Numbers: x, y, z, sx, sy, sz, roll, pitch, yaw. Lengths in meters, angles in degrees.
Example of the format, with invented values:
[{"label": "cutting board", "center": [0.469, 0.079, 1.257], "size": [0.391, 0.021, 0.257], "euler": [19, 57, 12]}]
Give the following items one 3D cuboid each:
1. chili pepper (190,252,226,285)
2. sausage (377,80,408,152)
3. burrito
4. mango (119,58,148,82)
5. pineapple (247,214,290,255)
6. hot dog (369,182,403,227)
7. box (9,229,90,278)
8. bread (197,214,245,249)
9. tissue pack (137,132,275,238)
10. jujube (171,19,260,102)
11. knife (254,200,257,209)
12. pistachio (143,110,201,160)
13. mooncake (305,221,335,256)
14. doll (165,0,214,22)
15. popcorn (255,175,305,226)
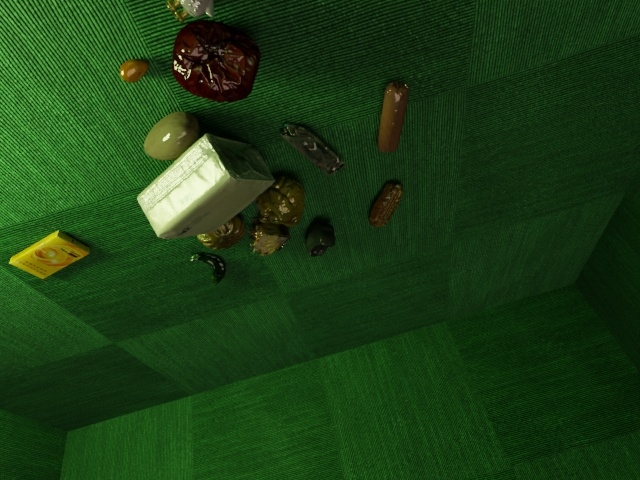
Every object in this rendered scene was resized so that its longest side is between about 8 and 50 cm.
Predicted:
[{"label": "chili pepper", "center": [-0.521, 0.146, 1.996], "size": [0.122, 0.065, 0.279], "euler": [-8, 140, 5]}, {"label": "sausage", "center": [0.265, -0.448, 1.524], "size": [0.086, 0.086, 0.289], "euler": [-9, 140, -8]}, {"label": "burrito", "center": [-0.023, -0.347, 1.564], "size": [0.096, 0.066, 0.309], "euler": [-35, 135, 26]}, {"label": "mango", "center": [-0.548, -0.503, 1.216], "size": [0.089, 0.046, 0.060], "euler": [-29, 144, -4]}, {"label": "pineapple", "center": [-0.232, -0.021, 1.874], "size": [0.186, 0.114, 0.236], "euler": [-13, 151, -4]}, {"label": "hot dog", "center": [0.297, -0.161, 1.899], "size": [0.115, 0.072, 0.269], "euler": [5, 138, -13]}, {"label": "box", "center": [-1.116, 0.062, 1.704], "size": [0.269, 0.043, 0.152], "euler": [-25, 141, 13]}, {"label": "bread", "center": [-0.423, -0.036, 1.779], "size": [0.213, 0.104, 0.213], "euler": [-12, 142, -10]}, {"label": "tissue pack", "center": [-0.399, -0.182, 1.464], "size": [0.380, 0.207, 0.297], "euler": [-34, 171, 24]}, {"label": "jujube", "center": [-0.295, -0.505, 1.171], "size": [0.232, 0.213, 0.213], "euler": [12, 135, -17]}, {"label": "knife", "center": [-0.261, -0.235, 1.660], "size": [0.045, 0.019, 0.313], "euler": [-16, 142, -13]}, {"label": "pistachio", "center": [-0.491, -0.341, 1.376], "size": [0.226, 0.135, 0.136], "euler": [-25, 141, 24]}, {"label": "mooncake", "center": [0.000, 0.000, 1.913], "size": [0.104, 0.175, 0.168], "euler": [13, 92, -26]}, {"label": "doll", "center": [-0.307, -0.656, 1.078], "size": [0.207, 0.081, 0.129], "euler": [-31, 105, 16]}, {"label": "popcorn", "center": [-0.167, -0.158, 1.679], "size": [0.203, 0.200, 0.226], "euler": [11, 175, 9]}]
